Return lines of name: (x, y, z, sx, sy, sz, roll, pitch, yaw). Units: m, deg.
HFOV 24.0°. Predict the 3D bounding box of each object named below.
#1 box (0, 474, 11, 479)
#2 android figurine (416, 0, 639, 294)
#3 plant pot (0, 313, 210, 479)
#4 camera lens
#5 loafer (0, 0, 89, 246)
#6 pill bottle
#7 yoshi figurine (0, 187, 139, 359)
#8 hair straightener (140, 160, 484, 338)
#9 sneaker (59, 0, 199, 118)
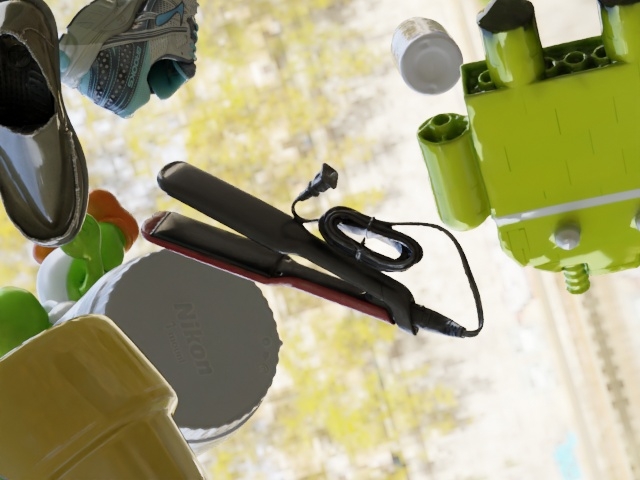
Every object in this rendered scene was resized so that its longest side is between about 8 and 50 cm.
box: (-0.328, 0.197, 0.833, 0.127, 0.262, 0.231, -41, -25, -79)
android figurine: (0.201, -0.067, 1.118, 0.056, 0.248, 0.273, -90, -13, -49)
plant pot: (-0.162, 0.220, 1.040, 0.239, 0.254, 0.254, 45, -177, 9)
camera lens: (-0.189, 0.143, 1.659, 0.274, 0.219, 0.219, -37, 64, 58)
loafer: (-0.281, -0.104, 1.421, 0.087, 0.094, 0.251, -81, -16, -67)
pill bottle: (0.127, -0.228, 1.839, 0.137, 0.078, 0.078, -101, -8, -70)
yoshi figurine: (-0.369, 0.069, 2.023, 0.362, 0.203, 0.204, -84, -11, -56)
hair straightener: (0.000, 0.000, 0.952, 0.047, 0.230, 0.089, -49, -20, -58)
sneaker: (-0.181, -0.210, 1.603, 0.122, 0.110, 0.283, 42, -142, -4)
